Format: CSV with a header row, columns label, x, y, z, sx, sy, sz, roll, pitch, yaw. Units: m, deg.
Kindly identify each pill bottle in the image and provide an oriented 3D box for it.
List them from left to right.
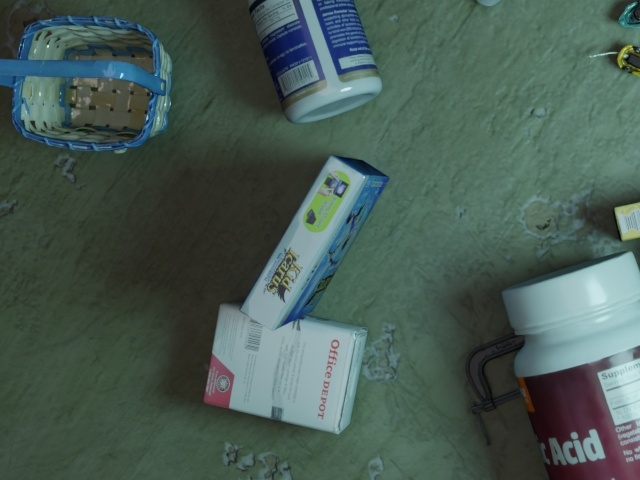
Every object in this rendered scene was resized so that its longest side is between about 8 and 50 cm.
label,x,y,z,sx,sy,sz,roll,pitch,yaw
pill bottle,-0.019,-0.319,1.717,0.153,0.153,0.265,-19,87,12
pill bottle,0.397,0.227,1.594,0.224,0.224,0.392,-19,87,12

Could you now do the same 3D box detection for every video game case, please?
label,x,y,z,sx,sy,sz,roll,pitch,yaw
video game case,0.000,0.000,1.658,0.061,0.269,0.244,32,98,8

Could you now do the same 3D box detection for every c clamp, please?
label,x,y,z,sx,sy,sz,roll,pitch,yaw
c clamp,0.287,0.209,1.726,0.160,0.022,0.137,-29,79,13

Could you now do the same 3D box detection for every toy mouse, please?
label,x,y,z,sx,sy,sz,roll,pitch,yaw
toy mouse,0.485,-0.300,1.666,0.161,0.031,0.143,23,96,11

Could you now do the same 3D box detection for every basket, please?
label,x,y,z,sx,sy,sz,roll,pitch,yaw
basket,-0.346,-0.233,1.722,0.254,0.289,0.201,5,87,16

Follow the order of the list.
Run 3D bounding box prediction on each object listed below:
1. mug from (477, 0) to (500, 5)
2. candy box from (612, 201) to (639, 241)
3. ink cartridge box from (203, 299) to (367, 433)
label,x,y,z,sx,sy,sz,roll,pitch,yaw
mug,0.258,-0.376,1.699,0.078,0.064,0.062,-21,80,-16
candy box,0.507,-0.042,1.625,0.186,0.109,0.053,-14,86,13
ink cartridge box,-0.051,0.189,1.764,0.217,0.092,0.159,11,93,14
